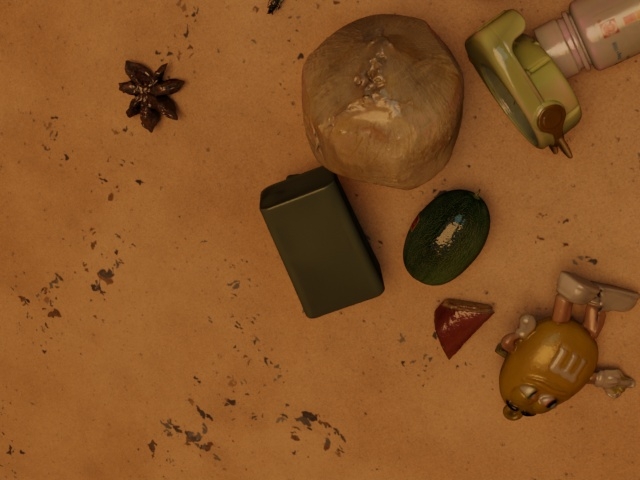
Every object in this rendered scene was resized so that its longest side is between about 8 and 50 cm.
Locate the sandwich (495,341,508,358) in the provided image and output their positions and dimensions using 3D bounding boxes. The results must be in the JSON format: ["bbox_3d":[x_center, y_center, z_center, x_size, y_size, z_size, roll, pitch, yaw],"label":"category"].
[{"bbox_3d":[0.490,0.288,1.944,0.031,0.044,0.083,-32,136,28],"label":"sandwich"}]

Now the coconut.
[{"bbox_3d":[0.139,-0.328,1.672,0.404,0.404,0.405,5,107,18],"label":"coconut"}]

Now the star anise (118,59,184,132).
[{"bbox_3d":[-0.484,-0.403,2.063,0.212,0.073,0.197,9,105,19],"label":"star anise"}]

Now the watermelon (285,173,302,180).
[{"bbox_3d":[-0.049,-0.058,2.014,0.154,0.094,0.241,16,113,21],"label":"watermelon"}]

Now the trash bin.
[{"bbox_3d":[0.000,0.000,1.893,0.222,0.158,0.344,-21,116,9],"label":"trash bin"}]

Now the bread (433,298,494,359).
[{"bbox_3d":[0.358,0.219,1.952,0.119,0.067,0.192,38,114,6],"label":"bread"}]

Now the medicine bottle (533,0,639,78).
[{"bbox_3d":[0.631,-0.470,1.602,0.293,0.170,0.170,-24,97,22],"label":"medicine bottle"}]

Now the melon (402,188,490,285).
[{"bbox_3d":[0.321,-0.014,1.837,0.182,0.182,0.288,38,116,5],"label":"melon"}]

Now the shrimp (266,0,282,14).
[{"bbox_3d":[-0.117,-0.665,1.886,0.091,0.034,0.161,26,106,23],"label":"shrimp"}]

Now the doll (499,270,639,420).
[{"bbox_3d":[0.621,0.267,1.835,0.348,0.161,0.423,-5,112,3],"label":"doll"}]

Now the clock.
[{"bbox_3d":[0.466,-0.341,1.644,0.117,0.286,0.348,-36,97,9],"label":"clock"}]
